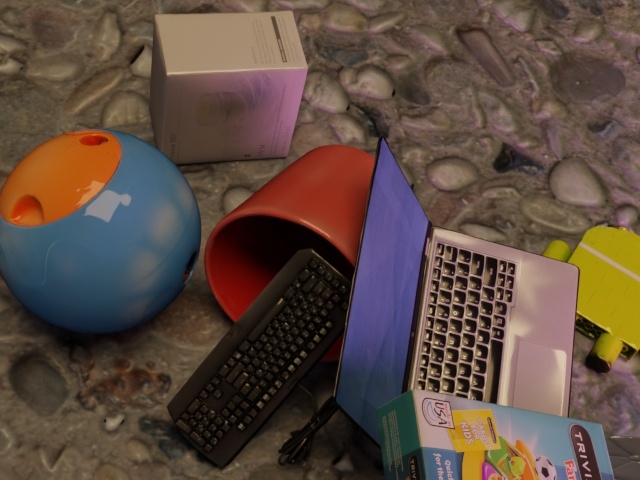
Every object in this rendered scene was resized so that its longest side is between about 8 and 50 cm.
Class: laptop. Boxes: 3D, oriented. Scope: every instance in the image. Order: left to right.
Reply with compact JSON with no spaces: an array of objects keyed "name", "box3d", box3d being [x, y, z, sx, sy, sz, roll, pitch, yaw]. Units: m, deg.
[{"name":"laptop","box3d":[0.212,0.120,1.419,0.408,0.236,0.382,15,65,-8]}]

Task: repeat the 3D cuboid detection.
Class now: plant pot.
[{"name":"plant pot","box3d":[0.000,0.000,1.512,0.275,0.275,0.243,27,45,7]}]

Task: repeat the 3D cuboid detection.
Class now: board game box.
[{"name":"board game box","box3d":[0.236,0.334,1.247,0.336,0.079,0.254,15,54,-32]}]

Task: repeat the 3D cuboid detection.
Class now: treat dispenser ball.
[{"name":"treat dispenser ball","box3d":[-0.312,-0.013,1.427,0.288,0.288,0.288,6,55,-8]}]

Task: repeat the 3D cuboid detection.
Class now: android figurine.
[{"name":"android figurine","box3d":[0.472,0.084,1.664,0.248,0.056,0.273,31,58,11]}]

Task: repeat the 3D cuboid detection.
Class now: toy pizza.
[{"name":"toy pizza","box3d":[0.450,0.324,1.443,0.201,0.201,0.032,-2,99,-13]}]

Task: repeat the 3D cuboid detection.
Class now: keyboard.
[{"name":"keyboard","box3d":[-0.046,0.185,1.378,0.201,0.033,0.317,39,100,-5]}]

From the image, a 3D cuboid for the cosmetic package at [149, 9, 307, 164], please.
[{"name":"cosmetic package","box3d":[-0.157,-0.246,1.655,0.225,0.224,0.138,-5,57,-14]}]
